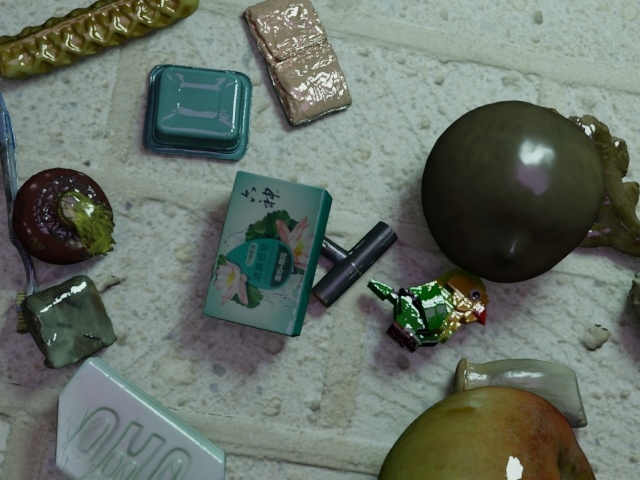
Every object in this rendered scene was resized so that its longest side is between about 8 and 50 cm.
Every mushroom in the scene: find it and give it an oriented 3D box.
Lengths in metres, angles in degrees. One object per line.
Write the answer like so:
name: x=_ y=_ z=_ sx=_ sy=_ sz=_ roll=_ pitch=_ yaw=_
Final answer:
mushroom: x=0.341 y=0.247 z=1.618 sx=0.247 sy=0.108 sz=0.096 roll=10 pitch=42 yaw=-8

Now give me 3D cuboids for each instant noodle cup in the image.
instant noodle cup: x=-0.204 y=-0.221 z=1.613 sx=0.179 sy=0.070 sz=0.157 roll=5 pitch=81 yaw=-6

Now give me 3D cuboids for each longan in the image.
longan: x=0.305 y=-0.079 z=1.563 sx=0.297 sy=0.297 sz=0.297 roll=1 pitch=83 yaw=-7

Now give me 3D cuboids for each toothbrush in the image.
toothbrush: x=-0.497 y=-0.053 z=1.570 sx=0.042 sy=0.035 sz=0.413 roll=-9 pitch=84 yaw=3

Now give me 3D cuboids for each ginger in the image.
ginger: x=0.479 y=-0.094 z=1.686 sx=0.166 sy=0.080 sz=0.333 roll=-25 pitch=94 yaw=5

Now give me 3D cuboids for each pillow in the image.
pillow: x=-0.037 y=-0.318 z=1.660 sx=0.126 sy=0.043 sz=0.232 roll=-21 pitch=84 yaw=-14

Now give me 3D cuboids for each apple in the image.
apple: x=0.251 y=0.404 z=1.475 sx=0.305 sy=0.338 sz=0.338 roll=-24 pitch=86 yaw=29

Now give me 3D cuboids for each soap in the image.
soap: x=-0.298 y=0.334 z=1.522 sx=0.289 sy=0.095 sz=0.173 roll=38 pitch=80 yaw=-2

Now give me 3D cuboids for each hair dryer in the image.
hair dryer: x=0.007 y=-0.014 z=1.630 sx=0.173 sy=0.050 sz=0.195 roll=-43 pitch=87 yaw=-11

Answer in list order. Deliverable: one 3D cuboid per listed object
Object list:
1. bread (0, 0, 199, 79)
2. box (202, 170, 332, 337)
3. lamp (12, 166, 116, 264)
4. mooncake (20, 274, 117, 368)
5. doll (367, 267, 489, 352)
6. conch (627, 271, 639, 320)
bread: x=-0.371 y=-0.355 z=1.600 sx=0.367 sy=0.084 sz=0.077 roll=-24 pitch=127 yaw=-11
box: x=-0.083 y=0.022 z=1.563 sx=0.153 sy=0.092 sz=0.245 roll=12 pitch=86 yaw=10
lamp: x=-0.404 y=-0.040 z=1.524 sx=0.157 sy=0.135 sz=0.156 roll=-15 pitch=91 yaw=-24
mooncake: x=-0.401 y=0.129 z=1.537 sx=0.125 sy=0.073 sz=0.130 roll=-24 pitch=98 yaw=-35
doll: x=0.187 y=0.107 z=1.607 sx=0.186 sy=0.106 sz=0.134 roll=-16 pitch=73 yaw=-9
conch: x=0.615 y=0.116 z=1.643 sx=0.178 sy=0.163 sz=0.245 roll=-2 pitch=114 yaw=8
